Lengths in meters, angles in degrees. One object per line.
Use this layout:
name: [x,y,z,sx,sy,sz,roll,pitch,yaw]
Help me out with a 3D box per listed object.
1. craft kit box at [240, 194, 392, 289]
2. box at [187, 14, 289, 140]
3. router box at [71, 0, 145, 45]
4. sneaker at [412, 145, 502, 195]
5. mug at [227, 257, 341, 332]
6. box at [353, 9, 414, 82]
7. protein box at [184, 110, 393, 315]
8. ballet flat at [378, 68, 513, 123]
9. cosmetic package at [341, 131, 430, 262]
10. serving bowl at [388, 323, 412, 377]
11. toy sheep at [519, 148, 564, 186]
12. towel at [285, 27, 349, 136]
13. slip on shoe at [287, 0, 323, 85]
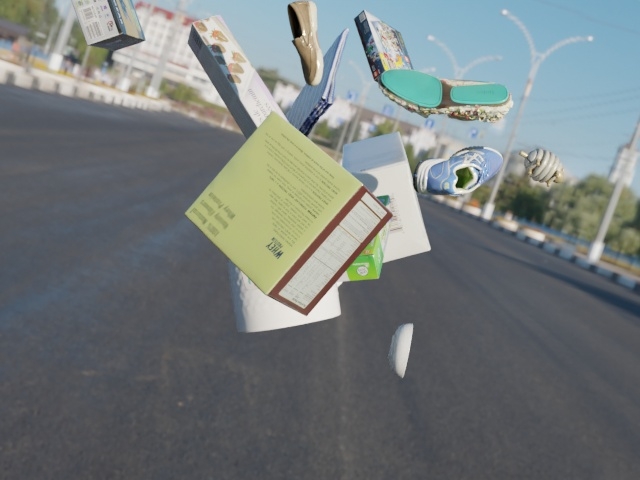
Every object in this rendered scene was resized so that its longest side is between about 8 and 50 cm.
craft kit box: [0.000,0.000,1.665,0.246,0.061,0.250,-8,25,16]
box: [-0.141,-0.271,1.656,0.063,0.067,0.324,-24,71,-27]
router box: [-0.465,-0.551,1.835,0.081,0.309,0.243,-18,10,3]
sneaker: [0.254,-0.112,1.552,0.211,0.080,0.081,-21,28,-40]
mug: [-0.071,0.049,2.370,0.374,0.328,0.276,-8,-2,-41]
box: [0.184,-0.506,2.455,0.159,0.044,0.233,20,45,-43]
protein box: [-0.045,-0.037,1.308,0.200,0.201,0.136,42,2,30]
ballet flat: [0.219,-0.246,1.595,0.240,0.091,0.077,10,-30,5]
cosmetic package: [0.146,-0.107,2.087,0.156,0.217,0.385,-14,17,8]
serving bowl: [0.119,0.164,1.354,0.027,0.083,0.083,10,5,4]
toy sheep: [0.552,-0.185,2.235,0.132,0.091,0.091,34,3,-11]
towel: [-0.029,-0.295,2.042,0.040,0.243,0.336,24,-39,-14]
slip on shoe: [-0.026,-0.312,1.420,0.041,0.135,0.051,-5,4,-31]
